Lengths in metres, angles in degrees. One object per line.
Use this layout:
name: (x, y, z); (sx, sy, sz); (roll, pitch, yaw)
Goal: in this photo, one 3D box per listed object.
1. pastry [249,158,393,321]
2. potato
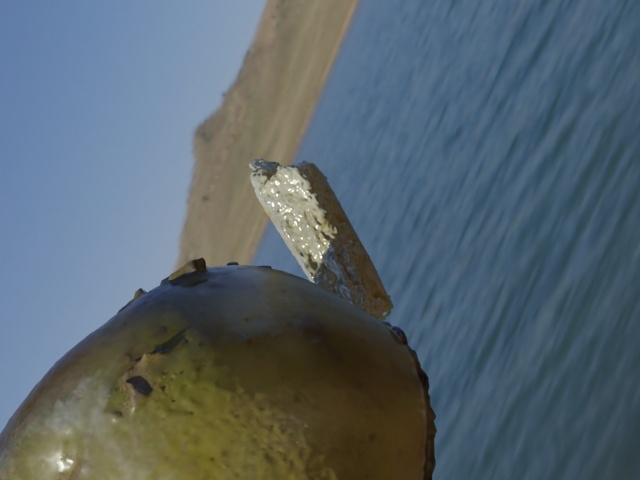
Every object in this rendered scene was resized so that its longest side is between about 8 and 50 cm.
pastry: (0.002, 0.002, 1.361); (0.089, 0.258, 0.121); (-28, -11, 4)
potato: (-0.147, 0.212, 0.996); (0.442, 0.319, 0.385); (-59, 40, 10)
